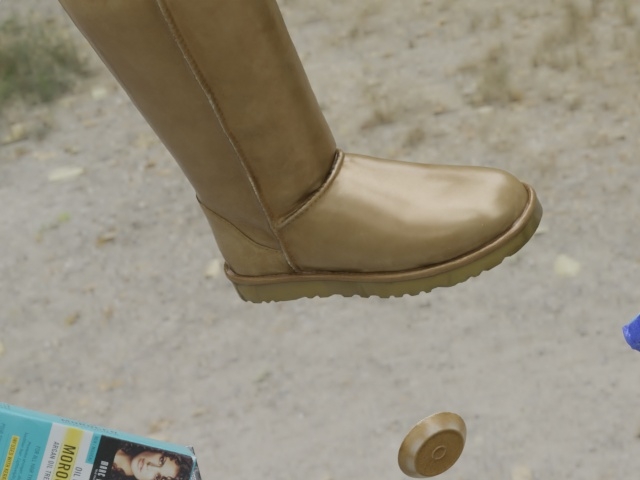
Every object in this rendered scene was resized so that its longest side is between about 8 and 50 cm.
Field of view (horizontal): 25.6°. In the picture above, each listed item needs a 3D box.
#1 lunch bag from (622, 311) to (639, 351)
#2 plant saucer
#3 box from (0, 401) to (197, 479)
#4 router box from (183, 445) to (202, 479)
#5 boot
[{"bbox_3d":[0.524,0.058,1.755,0.293,0.138,0.221,-5,-33,-44],"label":"lunch bag"},{"bbox_3d":[0.119,0.215,1.456,0.083,0.083,0.015,-20,37,-19],"label":"plant saucer"},{"bbox_3d":[-0.257,0.233,1.422,0.244,0.100,0.060,16,-3,-15],"label":"box"},{"bbox_3d":[-0.143,0.299,1.535,0.038,0.092,0.122,-11,45,-12],"label":"router box"},{"bbox_3d":[-0.013,-0.085,0.869,0.236,0.269,0.089,-12,35,21],"label":"boot"}]
